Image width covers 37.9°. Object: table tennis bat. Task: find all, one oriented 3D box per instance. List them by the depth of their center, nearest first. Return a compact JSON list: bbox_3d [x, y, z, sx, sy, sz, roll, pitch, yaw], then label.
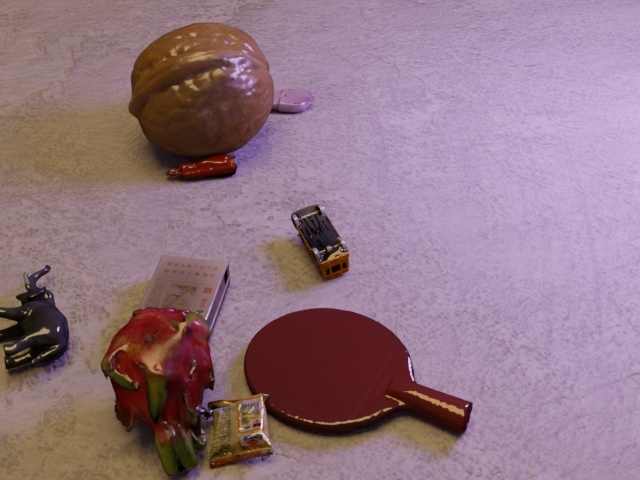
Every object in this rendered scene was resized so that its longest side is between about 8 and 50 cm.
[{"bbox_3d":[0.061,0.234,1.608,0.414,0.051,0.268,17,45,22],"label":"table tennis bat"}]

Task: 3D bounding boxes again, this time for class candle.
[{"bbox_3d":[-0.265,-0.163,2.074,0.162,0.053,0.048,-7,36,-3],"label":"candle"}]

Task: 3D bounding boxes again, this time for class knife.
[{"bbox_3d":[-0.213,-0.350,2.296,0.398,0.038,0.132,4,43,4],"label":"knife"}]

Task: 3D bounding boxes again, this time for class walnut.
[{"bbox_3d":[-0.269,-0.334,2.097,0.332,0.333,0.333,-1,41,1],"label":"walnut"}]

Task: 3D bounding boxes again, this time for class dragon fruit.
[{"bbox_3d":[-0.248,0.237,1.533,0.198,0.269,0.200,-23,3,22],"label":"dragon fruit"}]

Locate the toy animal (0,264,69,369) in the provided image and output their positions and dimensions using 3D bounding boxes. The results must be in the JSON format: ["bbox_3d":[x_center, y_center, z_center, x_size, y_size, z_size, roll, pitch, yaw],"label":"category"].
[{"bbox_3d":[-0.541,0.141,1.712,0.137,0.082,0.269,-14,39,-18],"label":"toy animal"}]

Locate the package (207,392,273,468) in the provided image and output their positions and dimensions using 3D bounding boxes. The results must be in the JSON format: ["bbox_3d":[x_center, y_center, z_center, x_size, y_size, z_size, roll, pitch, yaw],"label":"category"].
[{"bbox_3d":[-0.133,0.308,1.528,0.108,0.031,0.121,-14,46,7],"label":"package"}]

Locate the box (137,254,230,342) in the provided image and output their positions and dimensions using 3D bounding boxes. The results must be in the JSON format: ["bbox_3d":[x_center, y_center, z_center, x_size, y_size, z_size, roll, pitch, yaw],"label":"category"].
[{"bbox_3d":[-0.258,0.117,1.743,0.141,0.058,0.201,5,41,7],"label":"box"}]

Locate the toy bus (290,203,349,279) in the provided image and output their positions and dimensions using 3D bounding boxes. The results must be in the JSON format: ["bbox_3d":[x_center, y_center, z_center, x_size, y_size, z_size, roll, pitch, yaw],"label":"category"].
[{"bbox_3d":[0.000,0.000,1.858,0.069,0.074,0.162,-21,46,-10],"label":"toy bus"}]
